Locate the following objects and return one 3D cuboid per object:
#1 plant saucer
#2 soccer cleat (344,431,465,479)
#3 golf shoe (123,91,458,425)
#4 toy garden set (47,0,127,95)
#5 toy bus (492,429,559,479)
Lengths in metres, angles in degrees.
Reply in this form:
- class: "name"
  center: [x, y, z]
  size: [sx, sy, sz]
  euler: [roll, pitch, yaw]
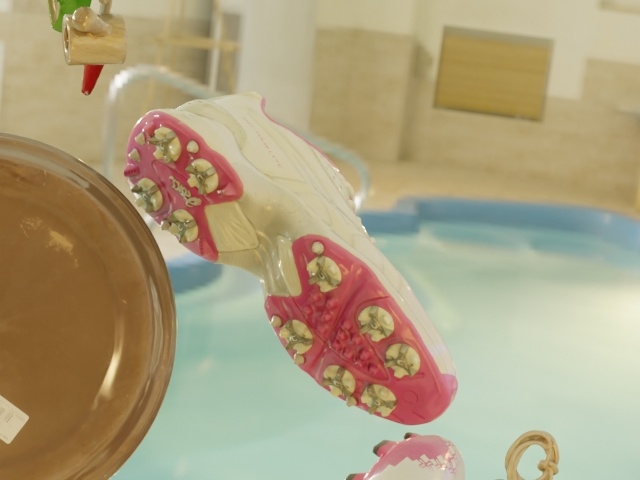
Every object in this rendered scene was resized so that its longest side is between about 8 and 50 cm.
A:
- class: "plant saucer"
  center: [-0.232, 0.060, 1.032]
  size: [0.278, 0.278, 0.041]
  euler: [4, -5, -16]
- class: "soccer cleat"
  center: [0.054, 0.251, 1.168]
  size: [0.143, 0.116, 0.331]
  euler: [27, 24, 24]
- class: "golf shoe"
  center: [0.000, 0.000, 1.115]
  size: [0.306, 0.115, 0.140]
  euler: [46, 41, 7]
- class: "toy garden set"
  center: [-0.133, -0.185, 0.795]
  size: [0.049, 0.204, 0.244]
  euler: [-4, -27, -19]
- class: "toy bus"
  center: [0.146, 0.242, 1.103]
  size: [0.191, 0.202, 0.104]
  euler: [29, -1, -26]
